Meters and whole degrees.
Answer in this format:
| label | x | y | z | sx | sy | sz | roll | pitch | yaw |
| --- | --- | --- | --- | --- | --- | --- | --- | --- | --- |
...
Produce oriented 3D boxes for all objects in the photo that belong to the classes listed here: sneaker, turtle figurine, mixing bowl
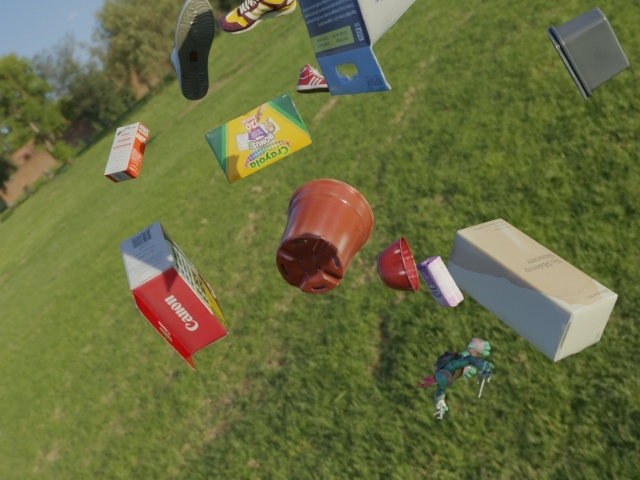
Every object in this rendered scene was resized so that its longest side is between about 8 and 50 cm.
| label | x | y | z | sx | sy | sz | roll | pitch | yaw |
| --- | --- | --- | --- | --- | --- | --- | --- | --- | --- |
| sneaker | -0.281 | -0.420 | 1.585 | 0.083 | 0.222 | 0.118 | -6 | 38 | -25 |
| turtle figurine | 0.324 | 0.313 | 1.771 | 0.175 | 0.118 | 0.234 | -42 | -8 | 30 |
| mixing bowl | 0.239 | 0.086 | 2.392 | 0.098 | 0.182 | 0.181 | -16 | 22 | 16 |
| sneaker | -0.003 | -0.390 | 1.800 | 0.118 | 0.067 | 0.042 | 3 | -6 | 30 |
| sneaker | -0.148 | -0.535 | 1.700 | 0.185 | 0.070 | 0.084 | -25 | -29 | -2 |

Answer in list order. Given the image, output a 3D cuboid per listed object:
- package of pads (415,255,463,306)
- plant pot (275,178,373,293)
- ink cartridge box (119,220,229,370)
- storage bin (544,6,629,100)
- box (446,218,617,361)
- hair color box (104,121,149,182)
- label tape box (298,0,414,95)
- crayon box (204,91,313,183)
| label | x | y | z | sx | sy | sz | roll | pitch | yaw |
| --- | --- | --- | --- | --- | --- | --- | --- | --- | --- |
| package of pads | 0.192 | 0.068 | 1.212 | 0.032 | 0.083 | 0.050 | -32 | 5 | -18 |
| plant pot | 0.000 | 0.000 | 2.207 | 0.272 | 0.272 | 0.265 | -30 | 20 | 30 |
| ink cartridge box | -0.381 | 0.152 | 2.004 | 0.130 | 0.309 | 0.272 | -30 | 42 | 1 |
| storage bin | 0.455 | -0.324 | 1.277 | 0.091 | 0.135 | 0.098 | -29 | 30 | 20 |
| box | 0.414 | 0.091 | 1.511 | 0.148 | 0.121 | 0.311 | -15 | 39 | -34 |
| hair color box | -0.570 | -0.259 | 2.218 | 0.093 | 0.053 | 0.167 | -8 | 61 | 31 |
| label tape box | 0.046 | -0.414 | 1.187 | 0.115 | 0.348 | 0.249 | -24 | 15 | -14 |
| crayon box | -0.180 | -0.304 | 2.227 | 0.278 | 0.165 | 0.081 | -26 | 10 | 6 |
